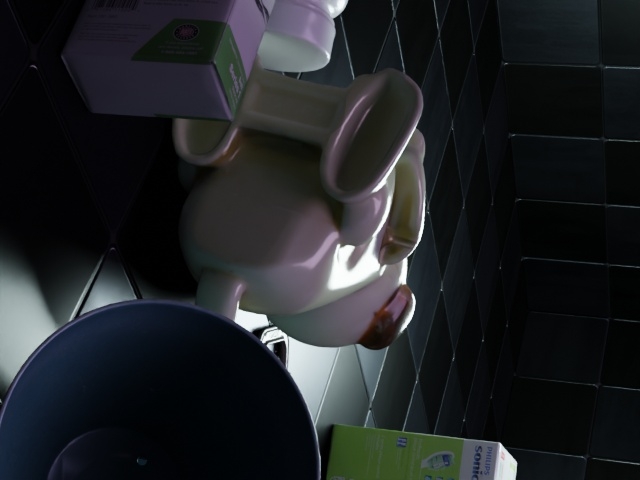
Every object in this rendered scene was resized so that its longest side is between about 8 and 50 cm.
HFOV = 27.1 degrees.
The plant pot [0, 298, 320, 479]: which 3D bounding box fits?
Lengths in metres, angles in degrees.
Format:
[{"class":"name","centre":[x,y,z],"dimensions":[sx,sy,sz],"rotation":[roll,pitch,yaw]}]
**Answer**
[{"class":"plant pot","centre":[-0.170,0.220,1.224],"dimensions":[0.195,0.290,0.290],"rotation":[138,-31,-60]}]

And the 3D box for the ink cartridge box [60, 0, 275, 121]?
[{"class":"ink cartridge box","centre":[-0.138,-0.233,1.315],"dimensions":[0.092,0.160,0.219],"rotation":[72,29,-52]}]

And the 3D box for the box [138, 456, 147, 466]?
[{"class":"box","centre":[-0.150,0.215,1.486],"dimensions":[0.244,0.101,0.060],"rotation":[-44,136,-63]}]

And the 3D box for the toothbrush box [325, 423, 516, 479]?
[{"class":"toothbrush box","centre":[0.172,0.398,2.235],"dimensions":[0.206,0.283,0.122],"rotation":[48,50,-65]}]

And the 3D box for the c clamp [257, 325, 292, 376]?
[{"class":"c clamp","centre":[-0.064,0.186,1.872],"dimensions":[0.161,0.022,0.137],"rotation":[16,80,-72]}]

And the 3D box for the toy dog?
[{"class":"toy dog","centre":[0.000,0.000,1.619],"dimensions":[0.408,0.285,0.395],"rotation":[56,42,-65]}]

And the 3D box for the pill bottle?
[{"class":"pill bottle","centre":[-0.037,-0.359,1.595],"dimensions":[0.161,0.161,0.283],"rotation":[41,56,-68]}]
